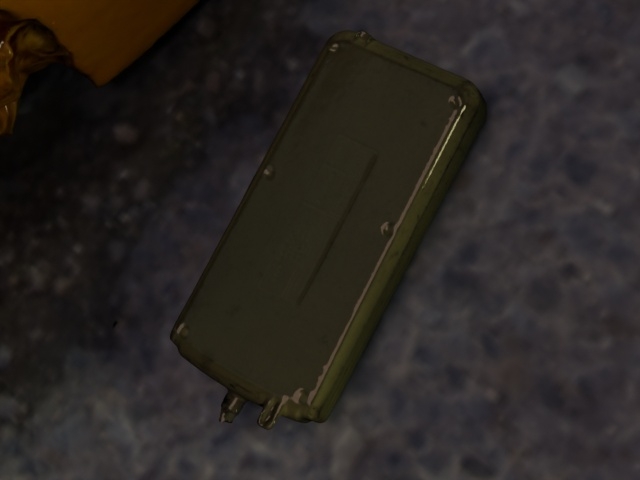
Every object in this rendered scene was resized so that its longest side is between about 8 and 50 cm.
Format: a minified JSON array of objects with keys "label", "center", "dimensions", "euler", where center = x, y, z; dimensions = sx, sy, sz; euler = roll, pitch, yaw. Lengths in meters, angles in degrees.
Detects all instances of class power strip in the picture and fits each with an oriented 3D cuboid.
[{"label":"power strip","center":[0.000,0.000,0.579],"dimensions":[0.076,0.028,0.169],"euler":[28,88,21]}]

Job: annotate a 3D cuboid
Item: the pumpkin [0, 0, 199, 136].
[{"label":"pumpkin","center":[-0.129,-0.095,0.586],"dimensions":[0.190,0.139,0.281],"euler":[-2,80,19]}]
